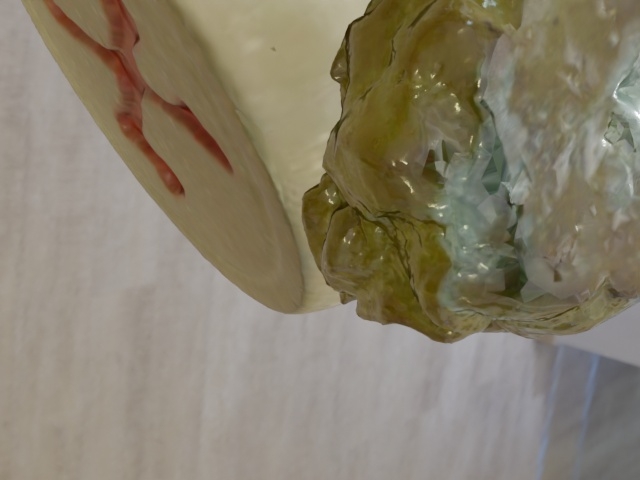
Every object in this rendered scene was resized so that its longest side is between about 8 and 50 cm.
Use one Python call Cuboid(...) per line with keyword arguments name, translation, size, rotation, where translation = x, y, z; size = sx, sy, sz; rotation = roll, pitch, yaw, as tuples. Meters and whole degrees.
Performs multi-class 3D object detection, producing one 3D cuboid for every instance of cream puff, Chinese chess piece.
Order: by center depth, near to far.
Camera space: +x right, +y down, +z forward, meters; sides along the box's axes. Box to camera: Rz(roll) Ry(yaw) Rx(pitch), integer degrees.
Cuboid(name="cream puff", translation=(0.055, -0.036, 0.409), size=(0.146, 0.116, 0.146), rotation=(-2, 93, -35))
Cuboid(name="Chinese chess piece", translation=(-0.052, -0.120, 0.705), size=(0.140, 0.338, 0.338), rotation=(-35, 134, -17))
